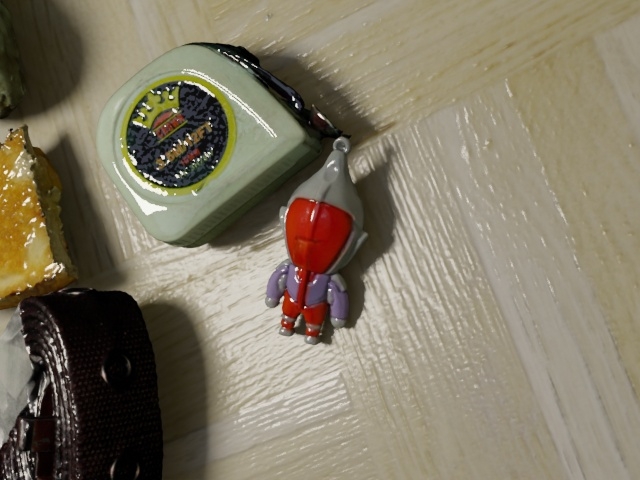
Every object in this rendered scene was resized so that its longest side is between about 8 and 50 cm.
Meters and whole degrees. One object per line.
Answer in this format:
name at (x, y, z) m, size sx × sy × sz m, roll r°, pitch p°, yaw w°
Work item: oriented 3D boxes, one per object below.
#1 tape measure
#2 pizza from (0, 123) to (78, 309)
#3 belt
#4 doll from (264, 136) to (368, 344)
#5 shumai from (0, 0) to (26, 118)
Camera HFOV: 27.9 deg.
tape measure at (-0.119, -0.124, 1.417) m, size 0.235 × 0.115 × 0.207 m, roll -37°, pitch 73°, yaw 8°
pizza at (-0.403, -0.024, 1.538) m, size 0.323 × 0.089 × 0.223 m, roll 1°, pitch 77°, yaw 29°
belt at (-0.260, 0.196, 1.428) m, size 0.184 × 0.164 × 0.289 m, roll 3°, pitch 95°, yaw 45°
doll at (0.000, 0.000, 1.370) m, size 0.102 × 0.075 × 0.227 m, roll 14°, pitch 103°, yaw 15°
shumai at (-0.427, -0.280, 1.529) m, size 0.272 × 0.222 × 0.203 m, roll 38°, pitch 64°, yaw 2°
